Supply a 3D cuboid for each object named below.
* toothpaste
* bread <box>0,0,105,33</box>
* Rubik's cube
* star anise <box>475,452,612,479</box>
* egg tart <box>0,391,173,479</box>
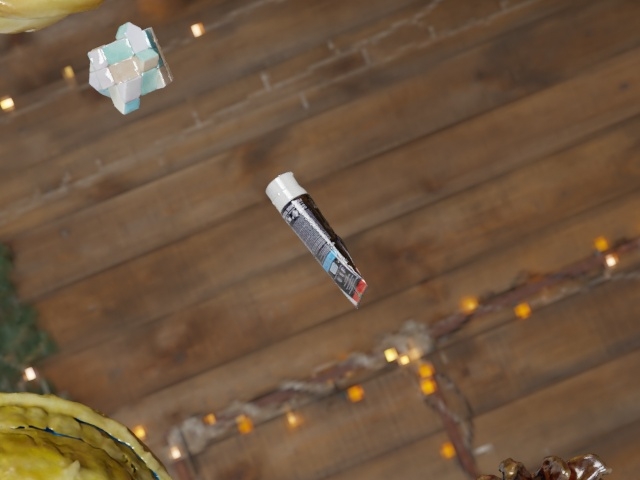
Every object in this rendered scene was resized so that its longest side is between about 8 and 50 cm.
[{"bbox_3d":[0.000,0.000,1.708,0.193,0.045,0.071,53,157,17],"label":"toothpaste"},{"bbox_3d":[-0.485,-0.476,2.159,0.211,0.315,0.270,-31,82,44],"label":"bread"},{"bbox_3d":[-0.195,-0.172,1.338,0.075,0.084,0.073,51,-170,-9],"label":"Rubik's cube"},{"bbox_3d":[0.231,0.284,1.363,0.234,0.177,0.073,52,-159,-40],"label":"star anise"},{"bbox_3d":[-0.270,0.310,1.176,0.169,0.387,0.388,-36,75,59],"label":"egg tart"}]
